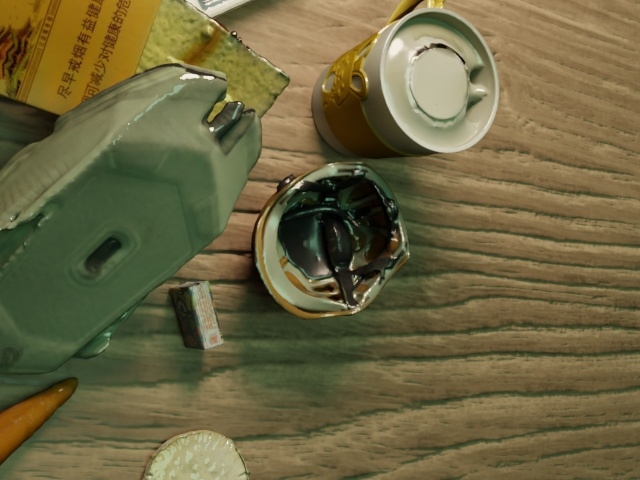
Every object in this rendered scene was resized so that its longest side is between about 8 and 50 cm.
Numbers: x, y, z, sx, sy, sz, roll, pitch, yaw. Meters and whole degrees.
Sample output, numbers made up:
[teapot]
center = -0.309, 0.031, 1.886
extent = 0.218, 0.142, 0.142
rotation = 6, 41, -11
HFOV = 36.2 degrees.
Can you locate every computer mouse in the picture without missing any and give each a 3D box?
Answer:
[computer mouse]
center = -0.255, -0.029, 1.095
extent = 0.429, 0.145, 0.228
rotation = -43, 136, 0

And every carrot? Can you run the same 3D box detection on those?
[carrot]
center = -0.373, 0.232, 1.044
extent = 0.069, 0.069, 0.336
rotation = 64, 35, -13

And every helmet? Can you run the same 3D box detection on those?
[helmet]
center = 0.000, 0.000, 1.293
extent = 0.224, 0.130, 0.198
rotation = -33, 100, -18

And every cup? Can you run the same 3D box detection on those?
[cup]
center = 0.109, -0.221, 1.315
extent = 0.185, 0.226, 0.241
rotation = 18, 77, -28

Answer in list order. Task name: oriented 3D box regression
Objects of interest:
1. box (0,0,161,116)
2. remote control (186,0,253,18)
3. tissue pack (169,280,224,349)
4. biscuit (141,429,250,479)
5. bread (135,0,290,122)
[box]
center = -0.328, -0.247, 1.071
extent = 0.274, 0.076, 0.174
rotation = 19, 106, -19
[remote control]
center = -0.087, -0.377, 1.302
extent = 0.277, 0.055, 0.103
rotation = -32, 103, -29
[tissue pack]
center = -0.156, 0.094, 1.231
extent = 0.035, 0.063, 0.083
rotation = -17, 95, -33
[biscuit]
center = -0.157, 0.314, 1.244
extent = 0.152, 0.020, 0.152
rotation = 2, 86, -31
[bread]
center = -0.185, -0.178, 1.183
extent = 0.240, 0.135, 0.178
rotation = 34, 69, -22
